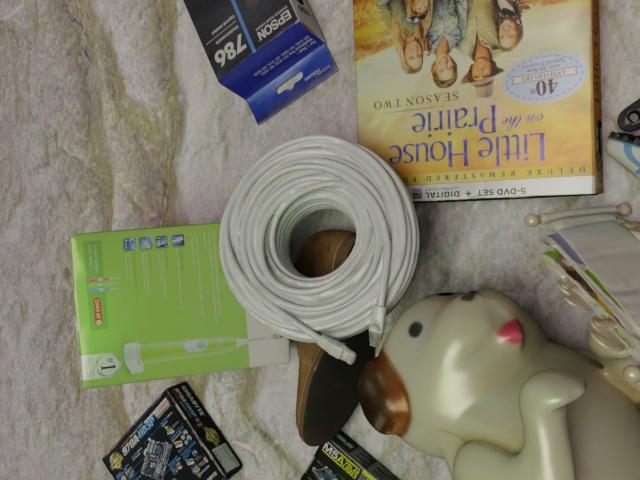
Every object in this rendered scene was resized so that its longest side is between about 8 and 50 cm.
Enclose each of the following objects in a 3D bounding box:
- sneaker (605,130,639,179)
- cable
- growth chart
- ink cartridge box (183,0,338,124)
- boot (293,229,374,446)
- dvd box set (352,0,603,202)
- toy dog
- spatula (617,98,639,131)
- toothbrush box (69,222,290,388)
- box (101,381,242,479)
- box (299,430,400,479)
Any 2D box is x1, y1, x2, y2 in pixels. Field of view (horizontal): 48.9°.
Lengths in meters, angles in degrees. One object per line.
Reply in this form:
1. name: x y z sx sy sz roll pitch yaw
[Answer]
1. sneaker: 0.406 -0.041 0.759 0.237 0.085 0.086 40 119 25
2. cable: 0.000 0.000 0.891 0.257 0.089 0.257 21 86 20
3. growth chart: 0.310 0.040 0.722 0.237 0.171 0.021 -110 25 -44
4. ink cartridge box: -0.114 -0.356 1.046 0.165 0.065 0.333 -30 80 27
5. boot: 0.006 0.134 1.002 0.115 0.112 0.306 14 94 45
6. dvd box set: 0.185 -0.259 0.880 0.307 0.062 0.421 0 93 31
7. toy dog: 0.241 0.227 0.794 0.408 0.284 0.395 50 155 16
8. spatula: 0.454 -0.206 0.747 0.296 0.030 0.084 -36 78 27
9. toothbrush box: -0.197 0.081 1.001 0.283 0.122 0.206 -6 92 -13
10. box: -0.255 0.375 1.184 0.220 0.051 0.175 -48 71 24
11. box: 0.047 0.404 1.019 0.190 0.045 0.184 35 107 24
